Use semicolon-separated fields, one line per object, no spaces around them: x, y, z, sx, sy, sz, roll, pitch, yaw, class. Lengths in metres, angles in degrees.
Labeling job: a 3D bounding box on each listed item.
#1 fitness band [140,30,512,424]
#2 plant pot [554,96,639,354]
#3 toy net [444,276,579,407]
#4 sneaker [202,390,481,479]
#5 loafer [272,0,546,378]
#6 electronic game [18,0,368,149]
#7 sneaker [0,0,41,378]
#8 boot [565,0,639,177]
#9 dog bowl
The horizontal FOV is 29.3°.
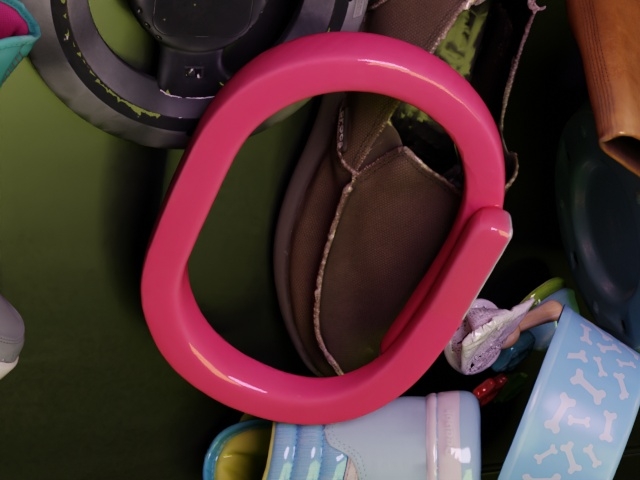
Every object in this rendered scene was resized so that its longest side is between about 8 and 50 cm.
0.000;0.000;0.799;0.209;0.054;0.291;23;123;-8;fitness band
0.319;-0.030;0.920;0.235;0.293;0.293;-12;122;-10;plant pot
0.137;0.079;0.962;0.122;0.045;0.232;-45;156;15;toy net
0.012;0.215;0.988;0.208;0.127;0.319;3;141;0;sneaker
0.059;-0.041;0.851;0.134;0.130;0.366;-6;118;-27;loafer
-0.076;-0.162;0.758;0.229;0.048;0.229;-10;123;-15;electronic game
-0.221;-0.055;0.696;0.178;0.124;0.295;-34;127;3;sneaker
0.150;-0.168;0.754;0.096;0.280;0.264;-20;145;29;boot
0.181;0.168;0.944;0.297;0.074;0.166;91;23;-61;dog bowl
